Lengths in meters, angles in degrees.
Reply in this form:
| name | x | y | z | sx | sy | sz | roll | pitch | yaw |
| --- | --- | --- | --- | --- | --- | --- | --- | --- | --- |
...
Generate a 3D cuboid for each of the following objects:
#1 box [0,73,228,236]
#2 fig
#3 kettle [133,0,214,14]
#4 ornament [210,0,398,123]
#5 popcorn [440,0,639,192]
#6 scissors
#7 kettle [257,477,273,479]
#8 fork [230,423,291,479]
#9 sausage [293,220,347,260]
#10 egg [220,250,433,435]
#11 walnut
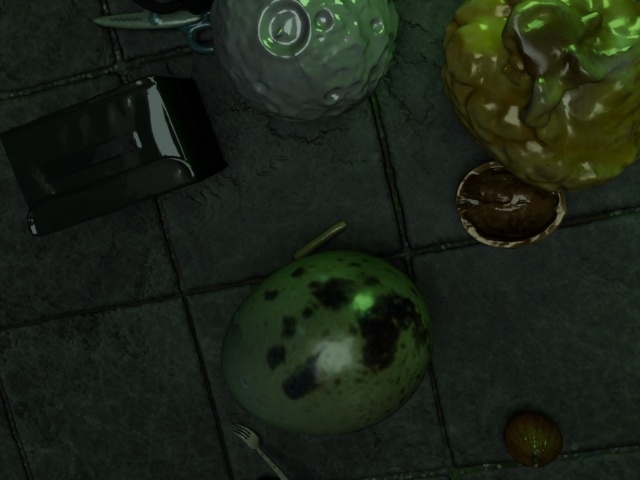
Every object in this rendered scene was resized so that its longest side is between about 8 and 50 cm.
| name | x | y | z | sx | sy | sz | roll | pitch | yaw |
| --- | --- | --- | --- | --- | --- | --- | --- | --- | --- |
| box | -0.395 | -0.171 | 1.431 | 0.345 | 0.251 | 0.204 | -18 | 99 | 11 |
| fig | 0.431 | 0.405 | 1.488 | 0.119 | 0.153 | 0.119 | -6 | 72 | 20 |
| kettle | -0.300 | -0.540 | 1.400 | 0.232 | 0.144 | 0.202 | 38 | 120 | 12 |
| ornament | -0.033 | -0.374 | 1.299 | 0.337 | 0.337 | 0.337 | 2 | 102 | 8 |
| popcorn | 0.396 | -0.286 | 1.254 | 0.344 | 0.354 | 0.390 | -42 | 132 | -18 |
| scissors | -0.317 | -0.442 | 1.465 | 0.289 | 0.041 | 0.138 | 1 | 94 | 8 |
| kettle | -0.063 | 0.682 | 1.615 | 0.207 | 0.251 | 0.271 | 25 | 91 | -32 |
| fork | -0.111 | 0.486 | 1.617 | 0.219 | 0.028 | 0.034 | 39 | 97 | 19 |
| sausage | 0.000 | 0.000 | 1.521 | 0.132 | 0.024 | 0.024 | -36 | 95 | 15 |
| egg | 0.007 | 0.203 | 1.400 | 0.428 | 0.345 | 0.345 | -28 | 97 | 21 |
| walnut | 0.362 | -0.071 | 1.416 | 0.211 | 0.087 | 0.167 | 8 | 97 | 5 |
